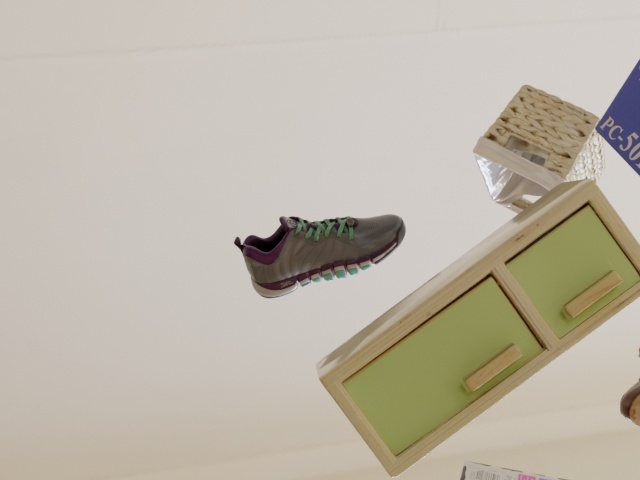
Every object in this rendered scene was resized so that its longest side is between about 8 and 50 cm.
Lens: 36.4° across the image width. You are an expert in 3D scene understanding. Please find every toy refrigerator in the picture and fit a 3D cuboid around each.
[{"bbox_3d":[0.134,0.069,0.802,0.269,0.094,0.102,-36,-88,-2],"label":"toy refrigerator"}]

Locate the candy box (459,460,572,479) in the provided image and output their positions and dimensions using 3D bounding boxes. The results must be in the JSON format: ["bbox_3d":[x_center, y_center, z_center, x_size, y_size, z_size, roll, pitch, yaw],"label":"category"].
[{"bbox_3d":[0.274,0.394,1.280,0.196,0.070,0.165,7,-72,13],"label":"candy box"}]

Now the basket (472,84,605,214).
[{"bbox_3d":[0.260,-0.092,1.133,0.103,0.113,0.167,-57,-25,-7],"label":"basket"}]

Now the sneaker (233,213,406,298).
[{"bbox_3d":[0.000,0.000,1.293,0.223,0.083,0.098,-22,-57,6],"label":"sneaker"}]

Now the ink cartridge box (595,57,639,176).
[{"bbox_3d":[0.343,-0.084,0.893,0.046,0.207,0.097,10,-57,-28],"label":"ink cartridge box"}]

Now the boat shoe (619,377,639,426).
[{"bbox_3d":[0.528,0.234,1.503,0.207,0.073,0.073,-8,-68,-33],"label":"boat shoe"}]

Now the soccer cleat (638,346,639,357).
[{"bbox_3d":[0.416,0.148,1.169,0.083,0.029,0.036,40,-93,-11],"label":"soccer cleat"}]
